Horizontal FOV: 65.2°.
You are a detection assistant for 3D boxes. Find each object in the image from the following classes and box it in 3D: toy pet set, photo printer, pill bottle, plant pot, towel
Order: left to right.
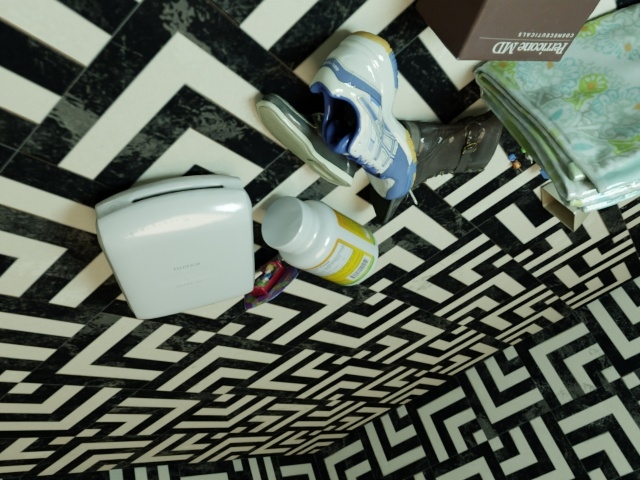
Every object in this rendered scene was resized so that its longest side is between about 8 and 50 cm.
[{"bbox_3d":[-0.245,0.011,0.894,0.256,0.107,0.308,-13,147,-15],"label":"photo printer"},{"bbox_3d":[0.000,0.000,1.000,0.136,0.136,0.245,-36,145,21],"label":"pill bottle"},{"bbox_3d":[0.501,-0.176,1.112,0.122,0.065,0.114,-35,146,21],"label":"toy pet set"},{"bbox_3d":[0.640,-0.108,1.268,0.096,0.109,0.109,-39,146,4],"label":"plant pot"},{"bbox_3d":[0.475,-0.229,0.779,0.374,0.321,0.090,-21,146,-2],"label":"towel"}]

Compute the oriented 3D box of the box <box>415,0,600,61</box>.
[{"bbox_3d":[0.281,-0.406,0.572,0.191,0.143,0.381,-8,147,-22],"label":"box"}]

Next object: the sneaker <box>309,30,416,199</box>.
[{"bbox_3d":[0.060,-0.160,0.773,0.131,0.112,0.296,-45,136,-20],"label":"sneaker"}]

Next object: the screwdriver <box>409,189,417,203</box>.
[{"bbox_3d":[0.132,-0.137,0.875,0.024,0.170,0.025,-32,-174,-11],"label":"screwdriver"}]

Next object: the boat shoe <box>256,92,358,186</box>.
[{"bbox_3d":[-0.014,-0.173,0.815,0.233,0.084,0.079,33,82,-45],"label":"boat shoe"}]

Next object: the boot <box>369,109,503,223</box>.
[{"bbox_3d":[0.229,-0.139,0.977,0.228,0.091,0.263,-8,143,-21],"label":"boot"}]

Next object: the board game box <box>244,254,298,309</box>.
[{"bbox_3d":[-0.117,0.079,1.063,0.133,0.169,0.033,-35,108,1],"label":"board game box"}]
